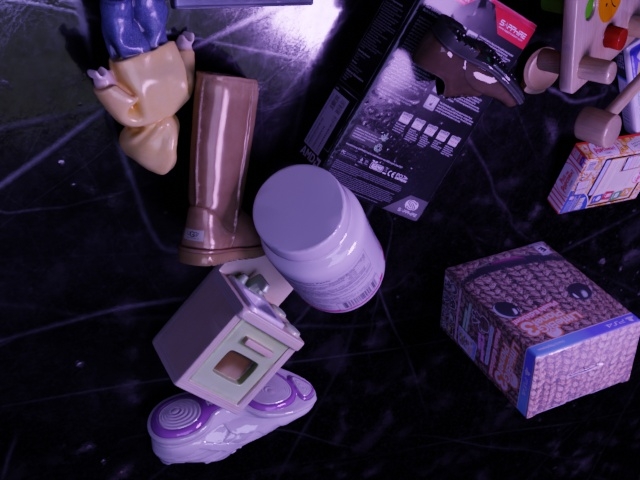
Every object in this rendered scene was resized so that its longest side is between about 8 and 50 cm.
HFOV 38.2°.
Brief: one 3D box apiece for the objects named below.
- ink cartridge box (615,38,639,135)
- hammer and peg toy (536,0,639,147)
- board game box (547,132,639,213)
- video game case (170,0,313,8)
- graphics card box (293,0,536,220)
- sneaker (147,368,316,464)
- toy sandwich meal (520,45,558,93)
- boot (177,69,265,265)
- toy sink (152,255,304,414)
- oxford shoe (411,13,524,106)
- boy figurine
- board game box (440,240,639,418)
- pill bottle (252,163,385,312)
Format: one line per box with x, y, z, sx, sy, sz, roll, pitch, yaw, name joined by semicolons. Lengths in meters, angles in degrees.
0.643;-0.325;1.704;0.208;0.045;0.206;-30;131;-7;ink cartridge box
0.455;-0.352;1.485;0.266;0.127;0.361;-40;137;-36;hammer and peg toy
0.542;-0.128;1.750;0.193;0.045;0.147;-10;141;-24;board game box
-0.102;-0.437;1.174;0.196;0.026;0.274;-9;109;-25;video game case
0.147;-0.230;1.453;0.232;0.094;0.371;18;109;-37;graphics card box
-0.157;0.314;1.642;0.305;0.114;0.152;-12;139;-18;sneaker
0.376;-0.293;1.586;0.085;0.029;0.086;-12;120;-22;toy sandwich meal
-0.123;-0.107;1.367;0.236;0.089;0.270;-22;121;-71;boot
-0.131;0.145;1.513;0.234;0.131;0.153;-48;131;5;toy sink
0.219;-0.250;1.381;0.227;0.083;0.096;24;124;-38;oxford shoe
-0.233;-0.224;1.240;0.177;0.092;0.285;-41;141;-37;boy figurine
0.398;0.154;1.716;0.232;0.291;0.141;-15;126;-21;board game box
0.000;0.000;1.409;0.160;0.160;0.283;-38;157;-2;pill bottle
